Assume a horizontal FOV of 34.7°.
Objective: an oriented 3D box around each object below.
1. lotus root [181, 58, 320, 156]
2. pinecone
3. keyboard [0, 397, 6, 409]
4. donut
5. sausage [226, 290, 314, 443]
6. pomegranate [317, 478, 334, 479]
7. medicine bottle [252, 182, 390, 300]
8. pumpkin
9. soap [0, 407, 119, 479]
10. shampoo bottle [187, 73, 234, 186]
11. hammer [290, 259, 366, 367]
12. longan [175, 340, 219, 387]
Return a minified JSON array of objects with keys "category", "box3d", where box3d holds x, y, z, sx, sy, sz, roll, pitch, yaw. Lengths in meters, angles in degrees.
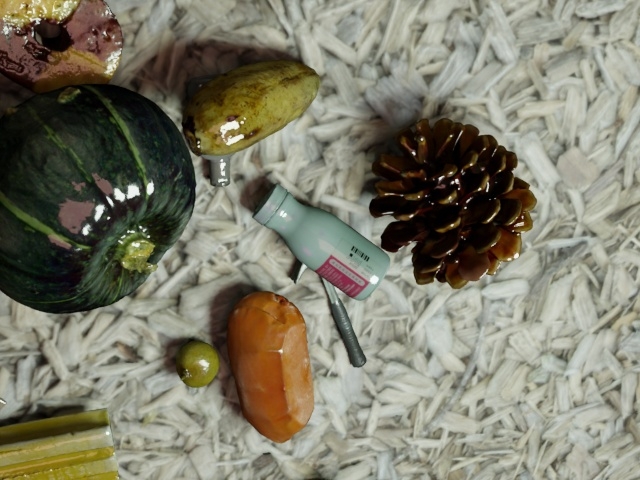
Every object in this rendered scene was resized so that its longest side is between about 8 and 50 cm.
[{"category":"lotus root","box3d":[-0.094,-0.198,1.452,0.110,0.097,0.258,49,48,4]},{"category":"pinecone","box3d":[0.188,-0.071,1.579,0.264,0.264,0.264,-7,112,-18]},{"category":"keyboard","box3d":[-0.553,0.292,1.560,0.166,0.017,0.055,-47,123,2]},{"category":"donut","box3d":[-0.361,-0.277,1.380,0.184,0.073,0.166,14,105,-24]},{"category":"sausage","box3d":[-0.080,0.201,1.637,0.133,0.133,0.258,-16,115,-14]},{"category":"pomegranate","box3d":[0.030,0.476,1.787,0.163,0.138,0.125,-26,154,-31]},{"category":"medicine bottle","box3d":[0.000,0.000,1.589,0.217,0.090,0.090,36,95,-10]},{"category":"pumpkin","box3d":[-0.318,-0.056,1.360,0.323,0.241,0.323,-36,154,-21]},{"category":"soap","box3d":[-0.445,0.362,1.557,0.274,0.089,0.173,-8,111,-12]},{"category":"shampoo bottle","box3d":[-0.153,-0.162,1.519,0.080,0.040,0.165,-12,114,-23]},{"category":"hammer","box3d":[0.025,0.115,1.700,0.103,0.029,0.246,-24,118,-10]},{"category":"longan","box3d":[-0.198,0.197,1.618,0.075,0.083,0.075,10,114,22]}]
